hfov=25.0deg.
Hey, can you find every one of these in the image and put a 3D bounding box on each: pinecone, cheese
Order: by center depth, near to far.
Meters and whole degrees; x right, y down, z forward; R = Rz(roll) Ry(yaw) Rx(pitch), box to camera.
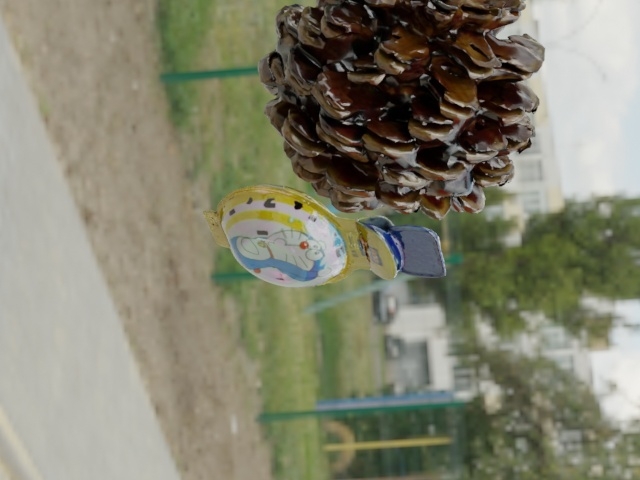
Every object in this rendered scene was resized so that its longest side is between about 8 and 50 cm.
[{"bbox_3d":[0.067,-0.122,1.059,0.221,0.221,0.221,-4,90,-87],"label":"pinecone"},{"bbox_3d":[0.000,0.000,1.421,0.156,0.250,0.064,69,33,-47],"label":"cheese"}]
